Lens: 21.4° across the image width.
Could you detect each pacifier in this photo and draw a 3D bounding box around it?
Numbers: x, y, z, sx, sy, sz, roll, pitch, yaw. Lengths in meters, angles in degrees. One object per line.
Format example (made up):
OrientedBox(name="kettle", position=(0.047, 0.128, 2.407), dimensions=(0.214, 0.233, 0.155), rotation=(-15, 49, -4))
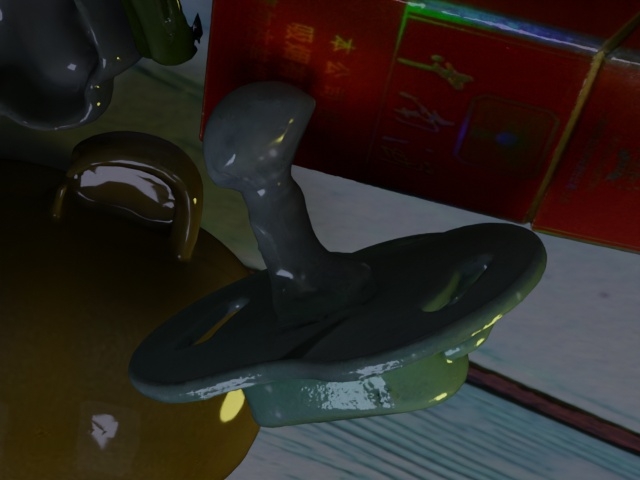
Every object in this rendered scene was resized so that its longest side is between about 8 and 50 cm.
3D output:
OrientedBox(name="pacifier", position=(0.000, 0.000, 0.563), dimensions=(0.150, 0.127, 0.117), rotation=(-10, 107, 39))

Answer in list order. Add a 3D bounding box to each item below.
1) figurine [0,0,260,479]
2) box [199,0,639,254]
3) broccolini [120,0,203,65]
OrientedBox(name="figurine", position=(-0.158, 0.028, 0.680), dimensions=(0.285, 0.167, 0.342), rotation=(15, 149, 1))
OrientedBox(name="box", position=(0.050, -0.057, 0.567), dimensions=(0.175, 0.048, 0.112), rotation=(14, 149, 1))
OrientedBox(name="broccolini", position=(-0.148, -0.131, 0.505), dimensions=(0.123, 0.062, 0.271), rotation=(-14, 134, 46))
